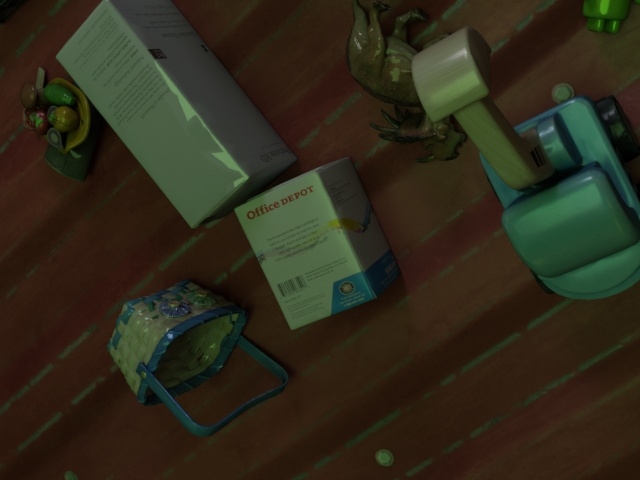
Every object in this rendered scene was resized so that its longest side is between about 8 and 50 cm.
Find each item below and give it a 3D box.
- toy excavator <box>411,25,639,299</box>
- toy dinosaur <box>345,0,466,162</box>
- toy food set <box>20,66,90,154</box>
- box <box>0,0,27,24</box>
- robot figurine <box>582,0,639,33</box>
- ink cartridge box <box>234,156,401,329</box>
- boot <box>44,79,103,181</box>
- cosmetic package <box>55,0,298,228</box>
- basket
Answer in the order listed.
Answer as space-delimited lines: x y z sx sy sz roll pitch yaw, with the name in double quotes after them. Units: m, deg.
0.311 -0.095 1.261 0.222 0.445 0.433 -26 94 25 "toy excavator"
0.120 -0.262 1.478 0.296 0.127 0.200 41 122 13 "toy dinosaur"
-0.516 -0.242 1.708 0.218 0.071 0.128 32 111 39 "toy food set"
-0.582 -0.599 1.689 0.322 0.079 0.257 -34 92 26 "box"
0.427 -0.367 1.351 0.101 0.067 0.115 3 107 -8 "robot figurine"
0.000 0.000 1.563 0.171 0.168 0.232 -22 95 25 "ink cartridge box"
-0.432 -0.205 1.734 0.190 0.076 0.208 33 107 26 "boot"
-0.242 -0.226 1.577 0.156 0.217 0.385 -42 88 26 "cosmetic package"
-0.230 0.216 1.667 0.289 0.255 0.201 41 122 18 "basket"
